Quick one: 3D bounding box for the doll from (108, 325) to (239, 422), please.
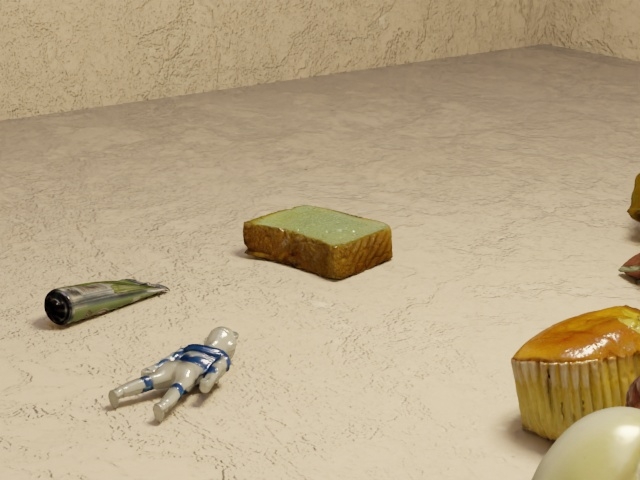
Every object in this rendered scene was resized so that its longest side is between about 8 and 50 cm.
[{"bbox_3d":[-0.171,0.174,1.873,0.114,0.057,0.227,5,26,35],"label":"doll"}]

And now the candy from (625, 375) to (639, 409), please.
[{"bbox_3d":[0.440,0.189,1.488,0.214,0.157,0.289,10,-24,-12],"label":"candy"}]

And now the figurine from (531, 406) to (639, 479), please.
[{"bbox_3d":[0.381,0.314,1.304,0.274,0.226,0.394,23,5,-43],"label":"figurine"}]

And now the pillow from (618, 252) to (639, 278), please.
[{"bbox_3d":[0.596,0.033,2.277,0.179,0.075,0.171,-11,-2,-10],"label":"pillow"}]

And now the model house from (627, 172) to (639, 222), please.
[{"bbox_3d":[0.681,-0.053,2.492,0.268,0.173,0.239,29,-1,-13],"label":"model house"}]

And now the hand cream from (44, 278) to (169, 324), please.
[{"bbox_3d":[-0.337,0.087,2.163,0.086,0.055,0.235,14,14,29],"label":"hand cream"}]

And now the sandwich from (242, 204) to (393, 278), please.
[{"bbox_3d":[0.000,0.000,2.404,0.215,0.065,0.186,16,23,39],"label":"sandwich"}]

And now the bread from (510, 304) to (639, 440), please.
[{"bbox_3d":[0.357,0.161,1.763,0.250,0.133,0.179,-13,7,-30],"label":"bread"}]
